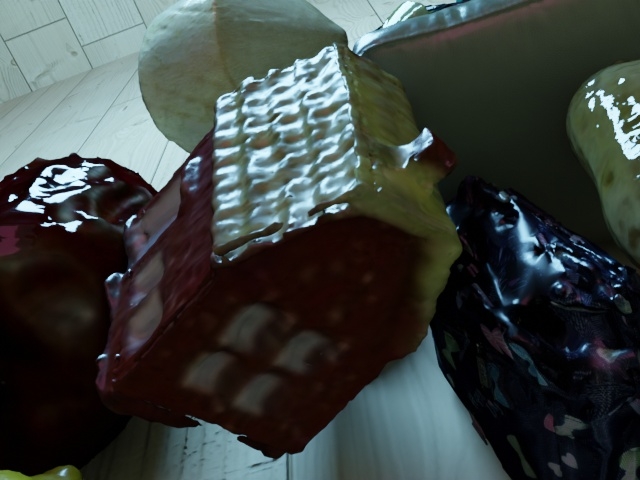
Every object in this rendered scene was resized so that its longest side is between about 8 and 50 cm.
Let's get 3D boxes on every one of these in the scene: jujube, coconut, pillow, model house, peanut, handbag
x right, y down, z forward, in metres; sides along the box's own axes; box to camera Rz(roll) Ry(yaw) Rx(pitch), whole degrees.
[{"bbox_3d":[-0.246,0.053,0.646,0.259,0.258,0.376,-21,28,2],"label":"jujube"},{"bbox_3d":[-0.101,-0.255,1.061,0.329,0.328,0.328,-17,27,9],"label":"coconut"},{"bbox_3d":[0.208,-0.096,0.575,0.323,0.255,0.119,-14,33,15],"label":"pillow"},{"bbox_3d":[-0.014,-0.006,0.482,0.254,0.160,0.196,-44,30,28],"label":"model house"},{"bbox_3d":[0.200,-0.042,0.407,0.095,0.108,0.226,-9,33,6],"label":"peanut"},{"bbox_3d":[0.130,0.053,0.463,0.113,0.161,0.260,-24,24,0],"label":"handbag"}]

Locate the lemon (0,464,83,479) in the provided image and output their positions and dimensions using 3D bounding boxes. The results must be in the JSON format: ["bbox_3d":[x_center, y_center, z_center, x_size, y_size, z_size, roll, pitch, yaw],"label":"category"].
[{"bbox_3d":[-0.191,0.223,0.364,0.187,0.186,0.244,-8,32,25],"label":"lemon"}]

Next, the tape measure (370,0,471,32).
[{"bbox_3d":[0.168,-0.330,1.200,0.186,0.112,0.199,-29,21,-28],"label":"tape measure"}]

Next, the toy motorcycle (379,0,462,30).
[{"bbox_3d":[0.222,-0.172,0.756,0.411,0.236,0.169,-16,-8,4],"label":"toy motorcycle"}]

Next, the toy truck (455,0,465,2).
[{"bbox_3d":[0.304,-0.396,1.233,0.116,0.110,0.216,-42,31,-10],"label":"toy truck"}]
